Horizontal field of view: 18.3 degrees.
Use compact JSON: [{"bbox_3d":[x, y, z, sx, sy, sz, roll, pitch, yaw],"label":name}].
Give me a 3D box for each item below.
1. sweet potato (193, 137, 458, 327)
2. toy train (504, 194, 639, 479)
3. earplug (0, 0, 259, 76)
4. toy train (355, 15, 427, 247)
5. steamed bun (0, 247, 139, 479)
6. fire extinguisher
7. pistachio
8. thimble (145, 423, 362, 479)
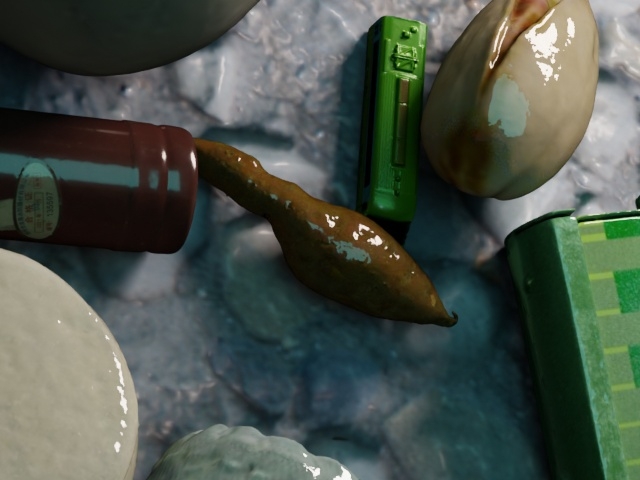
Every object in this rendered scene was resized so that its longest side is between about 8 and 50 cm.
[{"bbox_3d":[-0.002,-0.001,1.584,0.269,0.075,0.074,34,67,-4],"label":"sweet potato"},{"bbox_3d":[0.270,0.105,1.631,0.202,0.120,0.300,-7,78,-18],"label":"toy train"},{"bbox_3d":[-0.124,-0.314,1.497,0.313,0.312,0.394,40,67,-6],"label":"earplug"},{"bbox_3d":[0.059,-0.082,1.644,0.044,0.042,0.209,9,73,-17],"label":"toy train"},{"bbox_3d":[-0.274,0.143,1.384,0.283,0.177,0.283,12,52,-17],"label":"steamed bun"},{"bbox_3d":[-0.268,-0.037,1.478,0.344,0.102,0.138,5,66,-19],"label":"fire extinguisher"},{"bbox_3d":[0.159,-0.123,1.639,0.144,0.144,0.215,29,61,-11],"label":"pistachio"},{"bbox_3d":[-0.033,0.254,1.433,0.250,0.205,0.172,29,61,7],"label":"thimble"}]
